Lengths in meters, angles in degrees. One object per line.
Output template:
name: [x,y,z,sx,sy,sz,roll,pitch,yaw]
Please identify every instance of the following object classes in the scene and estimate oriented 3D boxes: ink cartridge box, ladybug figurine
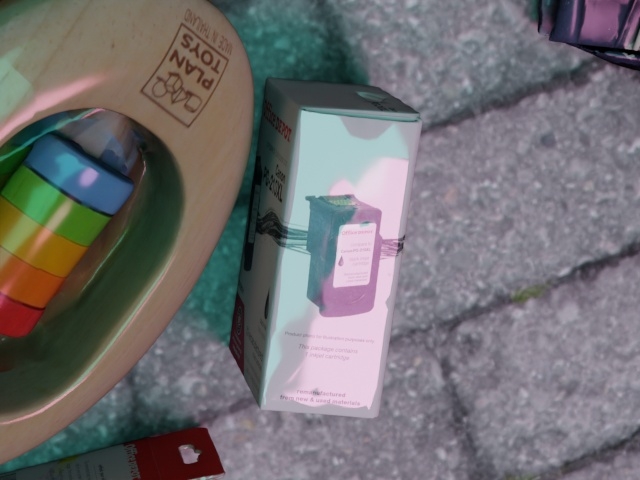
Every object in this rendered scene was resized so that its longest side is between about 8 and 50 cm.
ink cartridge box: [0.000,0.000,1.494,0.100,0.172,0.237,6,102,-12]
ladybug figurine: [-0.232,-0.026,1.424,0.449,0.162,0.305,-51,132,2]
ink cartridge box: [-0.189,0.228,1.529,0.231,0.134,0.078,-13,104,-7]

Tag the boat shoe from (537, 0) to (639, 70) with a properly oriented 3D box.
boat shoe: [0.267,-0.297,1.503,0.158,0.127,0.341,5,101,-8]
